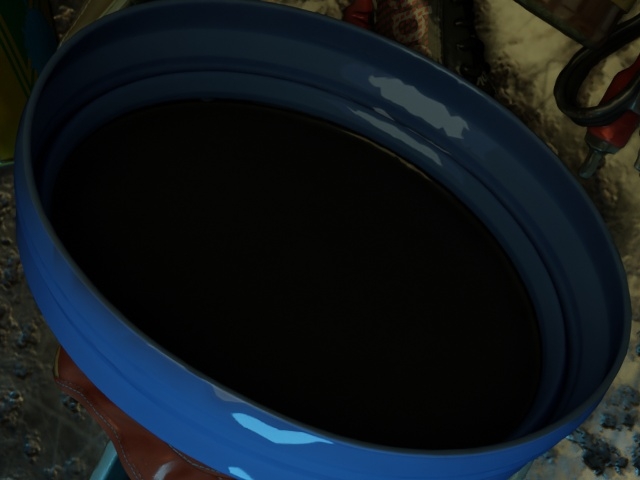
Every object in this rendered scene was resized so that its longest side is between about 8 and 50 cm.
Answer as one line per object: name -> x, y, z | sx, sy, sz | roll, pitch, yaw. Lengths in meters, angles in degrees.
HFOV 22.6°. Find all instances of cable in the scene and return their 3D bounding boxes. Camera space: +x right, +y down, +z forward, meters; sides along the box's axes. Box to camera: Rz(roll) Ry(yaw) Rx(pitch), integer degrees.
cable -> 0.273, -0.160, 1.167 | 0.139, 0.072, 0.287 | 27, 90, 27

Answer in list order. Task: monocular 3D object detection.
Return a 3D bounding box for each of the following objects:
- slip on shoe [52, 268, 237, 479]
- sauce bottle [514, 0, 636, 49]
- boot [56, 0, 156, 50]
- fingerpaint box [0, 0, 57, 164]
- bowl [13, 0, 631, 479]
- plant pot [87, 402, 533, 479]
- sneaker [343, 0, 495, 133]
slip on shoe -> -0.038, 0.154, 0.980 | 0.331, 0.123, 0.101 | 46, 119, 8
sauce bottle -> 0.244, -0.302, 1.113 | 0.111, 0.111, 0.344 | 33, 101, 8
boot -> -0.176, -0.238, 1.220 | 0.165, 0.077, 0.213 | 31, 78, 10
fingerpaint box -> -0.457, -0.201, 1.269 | 0.445, 0.163, 0.371 | -10, 95, 15
bowl -> 0.000, 0.000, 0.988 | 0.391, 0.391, 0.077 | 33, 129, 8
plant pot -> 0.006, 0.156, 1.153 | 0.248, 0.252, 0.247 | 30, 102, 9
sneaker -> 0.076, -0.164, 1.178 | 0.135, 0.097, 0.276 | 18, 103, 11
